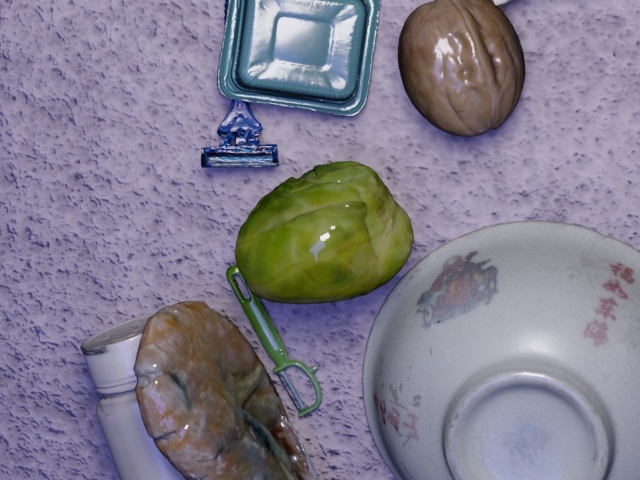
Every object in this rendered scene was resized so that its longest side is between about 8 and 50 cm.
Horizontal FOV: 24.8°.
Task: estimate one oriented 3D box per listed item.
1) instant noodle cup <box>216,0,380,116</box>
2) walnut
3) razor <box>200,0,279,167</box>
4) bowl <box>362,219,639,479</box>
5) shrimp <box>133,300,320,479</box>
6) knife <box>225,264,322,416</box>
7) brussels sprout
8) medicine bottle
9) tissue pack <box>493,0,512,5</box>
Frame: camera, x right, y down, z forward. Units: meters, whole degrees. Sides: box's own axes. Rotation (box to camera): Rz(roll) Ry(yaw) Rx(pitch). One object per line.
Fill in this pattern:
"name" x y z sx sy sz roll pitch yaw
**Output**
"instant noodle cup" -0.023 -0.228 1.674 0.179 0.070 0.157 7 98 -5
"walnut" 0.159 -0.197 1.635 0.140 0.140 0.162 -22 90 17
"razor" -0.100 -0.248 1.724 0.093 0.056 0.324 -2 101 -3
"bowl" 0.246 0.205 1.685 0.435 0.196 0.434 3 104 11
"shrimp" -0.080 0.257 1.781 0.110 0.221 0.445 -20 117 31
"knife" -0.055 0.121 1.825 0.054 0.015 0.212 -27 97 17
"brussels sprout" 0.000 0.000 1.677 0.223 0.223 0.161 -30 91 18
"medicine bottle" -0.201 0.229 1.819 0.143 0.143 0.258 -17 100 16
"tissue pack" 0.218 -0.293 1.623 0.062 0.083 0.042 -25 98 18
